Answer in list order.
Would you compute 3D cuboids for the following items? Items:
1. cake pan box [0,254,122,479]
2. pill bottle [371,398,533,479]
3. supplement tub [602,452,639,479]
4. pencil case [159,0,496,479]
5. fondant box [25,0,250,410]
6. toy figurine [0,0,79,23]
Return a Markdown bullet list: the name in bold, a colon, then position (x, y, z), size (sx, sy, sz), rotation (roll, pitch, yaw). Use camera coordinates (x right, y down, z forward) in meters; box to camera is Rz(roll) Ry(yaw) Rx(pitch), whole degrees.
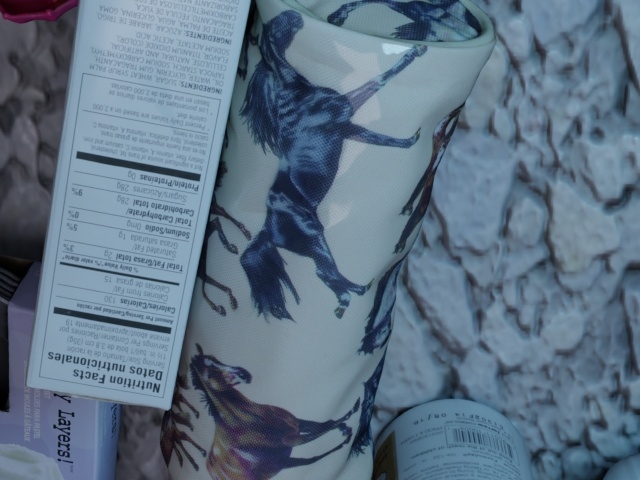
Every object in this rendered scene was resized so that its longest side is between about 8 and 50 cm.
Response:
- **cake pan box**: position (-0.275, 0.117, 1.011), size (0.246, 0.070, 0.266), rotation (11, 123, 1)
- **pill bottle**: position (0.106, 0.232, 1.010), size (0.131, 0.229, 0.131), rotation (0, 116, 0)
- **supplement tub**: position (0.335, 0.237, 1.034), size (0.272, 0.191, 0.191), rotation (-20, 114, 9)
- **pencil case**: position (0.000, 0.000, 0.937), size (0.160, 0.183, 0.410), rotation (22, 116, 18)
- **fondant box**: position (-0.105, -0.098, 0.843), size (0.096, 0.238, 0.330), rotation (11, 116, -7)
- **toy figurine**: position (-0.203, -0.205, 0.848), size (0.159, 0.130, 0.173), rotation (12, 131, -46)
